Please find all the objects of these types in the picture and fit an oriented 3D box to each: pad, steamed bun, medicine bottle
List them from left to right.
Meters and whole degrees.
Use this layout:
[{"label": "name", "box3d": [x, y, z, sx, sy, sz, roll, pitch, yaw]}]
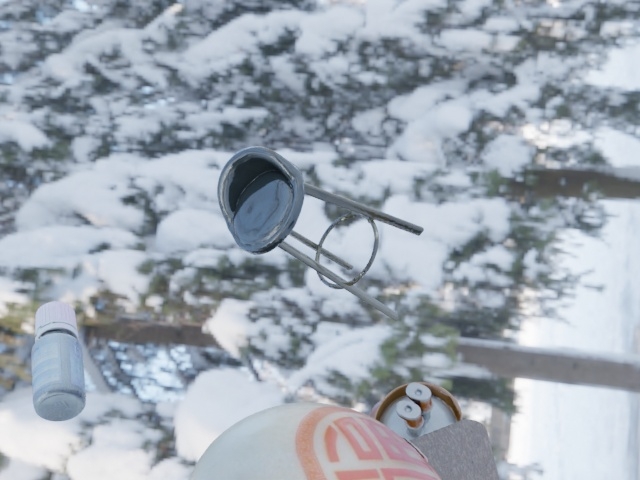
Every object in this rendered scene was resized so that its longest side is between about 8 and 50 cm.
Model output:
[{"label": "medicine bottle", "box3d": [-0.427, 0.191, 1.622, 0.083, 0.083, 0.203, 85, 172, -46]}, {"label": "steamed bun", "box3d": [0.017, 0.261, 0.914, 0.177, 0.283, 0.283, -55, 1, 22]}, {"label": "pad", "box3d": [0.136, 0.335, 1.181, 0.002, 0.176, 0.266, -121, 12, -62]}]

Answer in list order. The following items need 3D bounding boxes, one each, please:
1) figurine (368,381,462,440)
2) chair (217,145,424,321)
[{"label": "figurine", "box3d": [0.149, 0.304, 1.465, 0.143, 0.143, 0.271, -75, -30, -43]}, {"label": "chair", "box3d": [0.000, -0.001, 0.957, 0.221, 0.104, 0.095, 31, -140, -38]}]
